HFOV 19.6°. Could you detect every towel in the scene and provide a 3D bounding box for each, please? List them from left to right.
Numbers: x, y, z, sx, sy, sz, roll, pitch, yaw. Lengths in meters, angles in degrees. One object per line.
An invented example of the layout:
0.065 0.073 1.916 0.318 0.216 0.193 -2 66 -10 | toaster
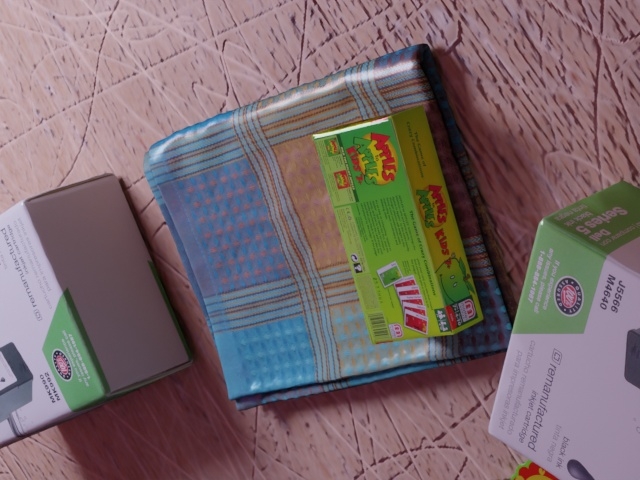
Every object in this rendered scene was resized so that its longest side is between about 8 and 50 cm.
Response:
0.000 0.000 1.629 0.370 0.040 0.271 -16 95 47 | towel

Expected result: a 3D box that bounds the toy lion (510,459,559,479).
0.180 0.226 1.547 0.100 0.034 0.096 -4 96 46 | toy lion

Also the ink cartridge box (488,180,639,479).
0.275 0.111 1.339 0.273 0.115 0.198 32 126 33 | ink cartridge box

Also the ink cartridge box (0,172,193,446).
-0.287 0.083 1.890 0.289 0.121 0.211 -28 85 48 | ink cartridge box

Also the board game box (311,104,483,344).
0.063 -0.011 1.509 0.092 0.043 0.181 -11 98 44 | board game box
